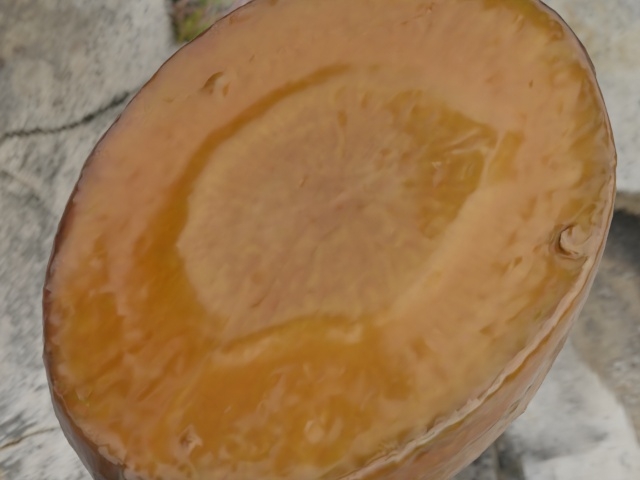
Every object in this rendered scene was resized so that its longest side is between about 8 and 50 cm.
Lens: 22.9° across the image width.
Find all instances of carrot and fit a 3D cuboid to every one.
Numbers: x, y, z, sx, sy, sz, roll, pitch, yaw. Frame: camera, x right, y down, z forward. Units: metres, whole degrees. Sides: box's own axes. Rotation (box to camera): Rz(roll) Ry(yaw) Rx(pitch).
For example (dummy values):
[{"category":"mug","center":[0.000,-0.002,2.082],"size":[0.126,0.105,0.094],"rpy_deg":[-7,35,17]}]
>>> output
[{"category":"carrot","center":[0.000,0.000,0.743],"size":[0.258,0.100,0.307],"rpy_deg":[29,64,26]}]
